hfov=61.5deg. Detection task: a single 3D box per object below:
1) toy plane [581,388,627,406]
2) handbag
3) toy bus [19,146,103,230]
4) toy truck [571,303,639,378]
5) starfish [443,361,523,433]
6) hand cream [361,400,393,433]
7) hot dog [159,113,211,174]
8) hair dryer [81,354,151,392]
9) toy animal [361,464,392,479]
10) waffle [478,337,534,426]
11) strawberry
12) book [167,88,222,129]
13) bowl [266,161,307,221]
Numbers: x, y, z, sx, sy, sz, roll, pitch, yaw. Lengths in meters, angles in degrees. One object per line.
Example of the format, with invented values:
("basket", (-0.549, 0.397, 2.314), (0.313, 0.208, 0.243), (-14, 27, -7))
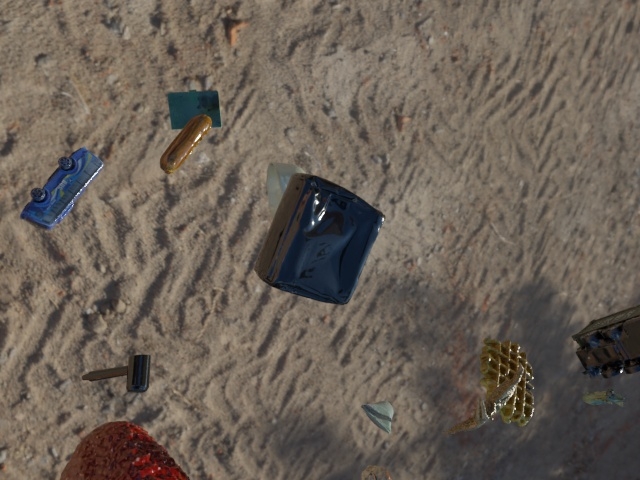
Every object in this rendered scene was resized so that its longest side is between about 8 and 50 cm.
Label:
("toy plane", (0.580, 0.322, 1.102), (0.080, 0.083, 0.033), (11, 75, -58))
("handbag", (-0.002, -0.001, 1.426), (0.275, 0.178, 0.302), (21, 92, -27))
("toy bus", (-0.658, -0.132, 1.373), (0.094, 0.079, 0.237), (35, 63, -13))
("toy truck", (0.534, 0.146, 0.855), (0.121, 0.259, 0.088), (-19, 77, -36))
("starfish", (0.409, 0.385, 1.292), (0.235, 0.062, 0.277), (-8, 136, -54))
("hand cream", (0.152, 0.432, 1.344), (0.058, 0.085, 0.331), (-44, 163, -5))
("hot dog", (-0.307, -0.219, 1.220), (0.045, 0.071, 0.165), (43, 68, -30))
("hair dryer", (-0.655, 0.434, 1.702), (0.248, 0.114, 0.070), (-12, 153, 12))
("toy animal", (0.141, 0.704, 1.427), (0.184, 0.104, 0.185), (45, 79, -7))
("waffle", (0.657, 0.478, 1.864), (0.283, 0.065, 0.310), (-6, 68, -39))
("strawberry", (-0.452, 0.583, 1.233), (0.312, 0.351, 0.267), (-12, 148, -36))
("book", (-0.337, -0.351, 1.440), (0.135, 0.017, 0.103), (-4, 108, -6))
("bowl", (-0.094, -0.144, 1.883), (0.145, 0.277, 0.277), (-8, 115, -13))
